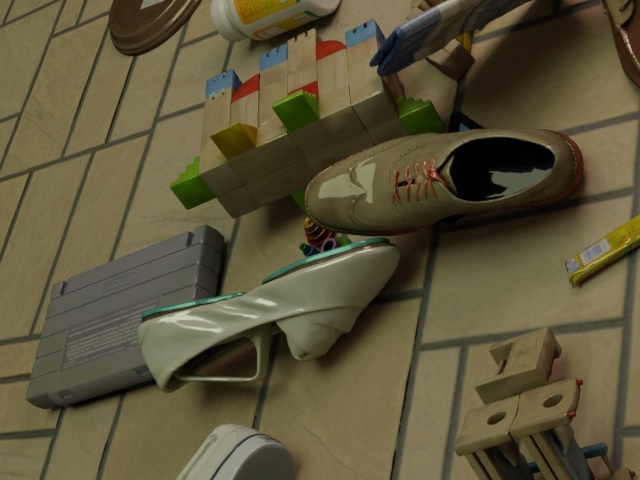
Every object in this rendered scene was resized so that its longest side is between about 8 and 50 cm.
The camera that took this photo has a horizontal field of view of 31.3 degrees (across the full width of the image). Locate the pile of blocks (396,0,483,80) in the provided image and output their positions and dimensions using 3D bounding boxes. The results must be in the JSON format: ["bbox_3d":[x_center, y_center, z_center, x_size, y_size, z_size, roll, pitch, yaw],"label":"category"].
[{"bbox_3d":[0.184,-0.404,1.653,0.149,0.113,0.362,-22,48,32],"label":"pile of blocks"}]

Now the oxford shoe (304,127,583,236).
[{"bbox_3d":[0.131,-0.080,1.370,0.348,0.130,0.123,-12,84,19],"label":"oxford shoe"}]

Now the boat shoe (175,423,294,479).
[{"bbox_3d":[-0.191,0.381,1.415,0.156,0.136,0.367,19,73,49],"label":"boat shoe"}]

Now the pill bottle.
[{"bbox_3d":[-0.079,-0.402,1.903,0.208,0.117,0.117,-15,52,37],"label":"pill bottle"}]

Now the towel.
[{"bbox_3d":[0.204,-0.296,1.453,0.285,0.034,0.209,-27,-1,-8],"label":"towel"}]

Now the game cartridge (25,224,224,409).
[{"bbox_3d":[-0.304,0.128,1.774,0.355,0.068,0.230,-19,54,34],"label":"game cartridge"}]

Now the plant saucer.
[{"bbox_3d":[-0.324,-0.492,2.270,0.278,0.041,0.277,-24,47,29],"label":"plant saucer"}]

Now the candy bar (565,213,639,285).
[{"bbox_3d":[0.340,-0.002,1.276,0.161,0.018,0.040,-35,39,20],"label":"candy bar"}]

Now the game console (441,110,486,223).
[{"bbox_3d":[0.170,-0.096,1.464,0.122,0.071,0.107,46,136,50],"label":"game console"}]

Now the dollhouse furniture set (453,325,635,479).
[{"bbox_3d":[0.242,0.189,1.177,0.129,0.129,0.183,-23,18,30],"label":"dollhouse furniture set"}]

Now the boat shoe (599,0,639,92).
[{"bbox_3d":[0.385,-0.300,1.377,0.123,0.116,0.324,-29,45,26],"label":"boat shoe"}]

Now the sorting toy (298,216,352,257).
[{"bbox_3d":[0.000,0.000,1.585,0.061,0.042,0.102,-46,40,8],"label":"sorting toy"}]

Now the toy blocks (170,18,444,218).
[{"bbox_3d":[-0.026,-0.199,1.674,0.381,0.190,0.261,-22,38,17],"label":"toy blocks"}]

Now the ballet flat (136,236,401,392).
[{"bbox_3d":[-0.063,0.113,1.503,0.400,0.139,0.139,-19,49,24],"label":"ballet flat"}]
